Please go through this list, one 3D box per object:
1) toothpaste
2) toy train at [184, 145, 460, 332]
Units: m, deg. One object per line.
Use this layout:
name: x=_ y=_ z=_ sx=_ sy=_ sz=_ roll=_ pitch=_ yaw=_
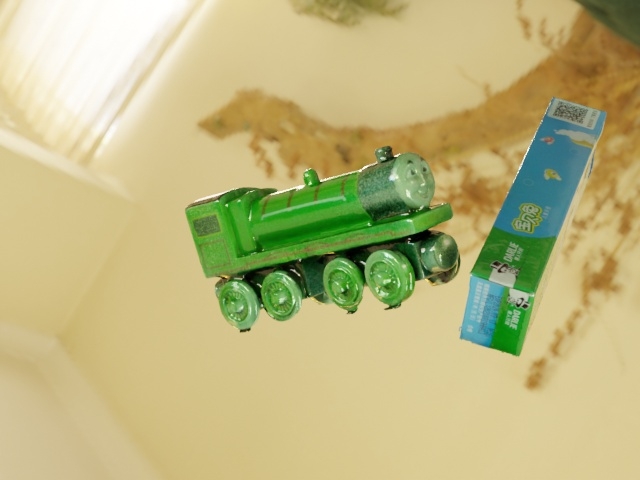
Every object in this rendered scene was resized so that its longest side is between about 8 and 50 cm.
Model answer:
toothpaste: x=0.169 y=-0.019 z=0.993 sx=0.050 sy=0.065 sz=0.267 roll=18 pitch=-141 yaw=12
toy train: x=0.000 y=0.000 z=1.008 sx=0.251 sy=0.119 sz=0.085 roll=-14 pitch=-176 yaw=42
